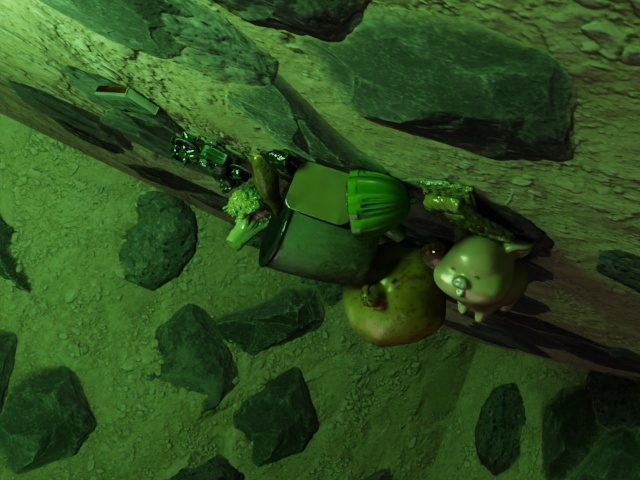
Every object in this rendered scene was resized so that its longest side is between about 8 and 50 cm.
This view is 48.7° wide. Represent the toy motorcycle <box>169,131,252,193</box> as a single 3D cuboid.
[{"bbox_3d":[-0.349,-0.245,2.246,0.275,0.124,0.187,26,161,-6],"label":"toy motorcycle"}]

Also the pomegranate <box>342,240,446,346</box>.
[{"bbox_3d":[0.243,0.185,2.434,0.410,0.410,0.410,22,171,4],"label":"pomegranate"}]

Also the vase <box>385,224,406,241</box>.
[{"bbox_3d":[0.219,-0.039,2.236,0.101,0.053,0.053,31,168,-24],"label":"vase"}]

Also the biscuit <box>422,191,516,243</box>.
[{"bbox_3d":[0.349,-0.057,1.759,0.274,0.036,0.187,24,177,-37],"label":"biscuit"}]

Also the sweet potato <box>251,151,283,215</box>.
[{"bbox_3d":[-0.151,-0.160,2.116,0.077,0.077,0.243,17,138,34],"label":"sweet potato"}]

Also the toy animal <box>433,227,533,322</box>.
[{"bbox_3d":[0.455,0.092,1.933,0.237,0.269,0.326,19,-156,36],"label":"toy animal"}]

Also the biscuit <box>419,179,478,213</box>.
[{"bbox_3d":[0.311,-0.108,1.712,0.144,0.016,0.203,19,171,22],"label":"biscuit"}]

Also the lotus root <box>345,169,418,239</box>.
[{"bbox_3d":[0.163,-0.095,1.786,0.186,0.186,0.186,22,171,4],"label":"lotus root"}]

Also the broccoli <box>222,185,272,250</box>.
[{"bbox_3d":[-0.252,-0.067,2.617,0.247,0.243,0.263,39,162,-14],"label":"broccoli"}]

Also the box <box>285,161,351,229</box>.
[{"bbox_3d":[0.020,-0.121,1.959,0.201,0.144,0.090,18,173,20],"label":"box"}]

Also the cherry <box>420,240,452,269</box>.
[{"bbox_3d":[0.407,0.048,2.200,0.226,0.090,0.107,2,144,40],"label":"cherry"}]

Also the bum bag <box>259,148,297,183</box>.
[{"bbox_3d":[-0.094,-0.203,2.023,0.107,0.060,0.232,29,173,26],"label":"bum bag"}]

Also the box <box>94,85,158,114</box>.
[{"bbox_3d":[-0.565,-0.408,2.062,0.177,0.035,0.115,14,168,44],"label":"box"}]

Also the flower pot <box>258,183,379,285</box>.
[{"bbox_3d":[0.000,0.000,2.289,0.330,0.293,0.293,21,172,-13],"label":"flower pot"}]
